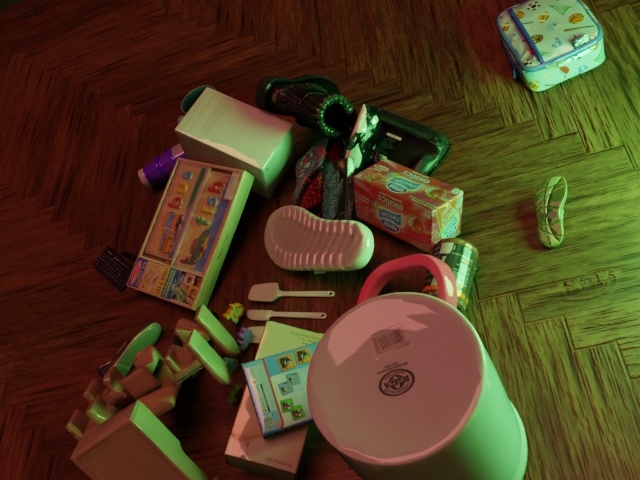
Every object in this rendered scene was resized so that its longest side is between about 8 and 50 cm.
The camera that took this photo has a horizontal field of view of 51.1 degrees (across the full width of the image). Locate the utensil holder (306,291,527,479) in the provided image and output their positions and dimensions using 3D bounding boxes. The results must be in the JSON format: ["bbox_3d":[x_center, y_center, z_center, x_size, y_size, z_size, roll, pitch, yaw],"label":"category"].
[{"bbox_3d":[0.183,0.319,1.217,0.328,0.385,0.327,-13,52,17],"label":"utensil holder"}]

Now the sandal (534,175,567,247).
[{"bbox_3d":[0.540,-0.064,1.560,0.072,0.049,0.180,-4,69,30],"label":"sandal"}]

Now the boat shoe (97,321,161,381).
[{"bbox_3d":[-0.512,0.289,1.776,0.065,0.075,0.206,33,79,36],"label":"boat shoe"}]

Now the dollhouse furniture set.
[{"bbox_3d":[-0.348,0.406,1.493,0.362,0.256,0.394,-34,17,10],"label":"dollhouse furniture set"}]

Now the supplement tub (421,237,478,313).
[{"bbox_3d":[0.289,0.099,1.515,0.106,0.106,0.197,4,58,28],"label":"supplement tub"}]

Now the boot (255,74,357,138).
[{"bbox_3d":[0.013,-0.382,1.903,0.260,0.131,0.348,23,25,32],"label":"boot"}]

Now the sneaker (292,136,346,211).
[{"bbox_3d":[-0.020,-0.182,1.895,0.125,0.104,0.261,-4,49,46],"label":"sneaker"}]

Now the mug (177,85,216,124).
[{"bbox_3d":[-0.397,-0.434,2.241,0.158,0.097,0.129,-21,50,11],"label":"mug"}]

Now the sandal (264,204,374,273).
[{"bbox_3d":[-0.005,0.015,1.719,0.416,0.102,0.169,16,86,51],"label":"sandal"}]

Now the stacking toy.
[{"bbox_3d":[-0.209,0.279,1.654,0.167,0.052,0.221,24,77,36],"label":"stacking toy"}]

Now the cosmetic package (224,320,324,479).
[{"bbox_3d":[-0.088,0.351,1.471,0.160,0.113,0.309,13,59,4],"label":"cosmetic package"}]

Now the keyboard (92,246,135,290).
[{"bbox_3d":[-0.612,0.072,2.019,0.180,0.023,0.108,31,73,37],"label":"keyboard"}]

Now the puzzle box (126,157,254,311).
[{"bbox_3d":[-0.367,-0.025,1.879,0.272,0.052,0.408,13,80,33],"label":"puzzle box"}]

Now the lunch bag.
[{"bbox_3d":[0.622,-0.553,1.838,0.243,0.115,0.303,-21,49,13],"label":"lunch bag"}]

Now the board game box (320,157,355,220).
[{"bbox_3d":[0.043,-0.117,1.750,0.126,0.026,0.186,-2,85,59],"label":"board game box"}]

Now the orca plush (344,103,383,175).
[{"bbox_3d":[0.117,-0.217,1.806,0.102,0.151,0.287,19,81,4],"label":"orca plush"}]

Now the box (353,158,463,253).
[{"bbox_3d":[0.213,-0.089,1.654,0.123,0.128,0.257,-32,44,-32],"label":"box"}]

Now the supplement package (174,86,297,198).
[{"bbox_3d":[-0.238,-0.281,1.944,0.293,0.175,0.177,26,68,14],"label":"supplement package"}]

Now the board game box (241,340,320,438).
[{"bbox_3d":[-0.042,0.307,1.412,0.212,0.039,0.160,-15,62,-12],"label":"board game box"}]

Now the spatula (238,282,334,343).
[{"bbox_3d":[-0.086,0.182,1.689,0.242,0.019,0.168,-3,54,24],"label":"spatula"}]

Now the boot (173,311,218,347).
[{"bbox_3d":[-0.326,0.242,1.745,0.099,0.045,0.121,-8,51,28],"label":"boot"}]

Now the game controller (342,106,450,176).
[{"bbox_3d":[0.203,-0.271,1.871,0.319,0.067,0.166,32,88,39],"label":"game controller"}]

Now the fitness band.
[{"bbox_3d":[0.183,0.140,1.490,0.291,0.054,0.208,-20,61,52],"label":"fitness band"}]

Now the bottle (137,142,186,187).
[{"bbox_3d":[-0.442,-0.257,2.129,0.283,0.092,0.118,-27,29,5],"label":"bottle"}]
